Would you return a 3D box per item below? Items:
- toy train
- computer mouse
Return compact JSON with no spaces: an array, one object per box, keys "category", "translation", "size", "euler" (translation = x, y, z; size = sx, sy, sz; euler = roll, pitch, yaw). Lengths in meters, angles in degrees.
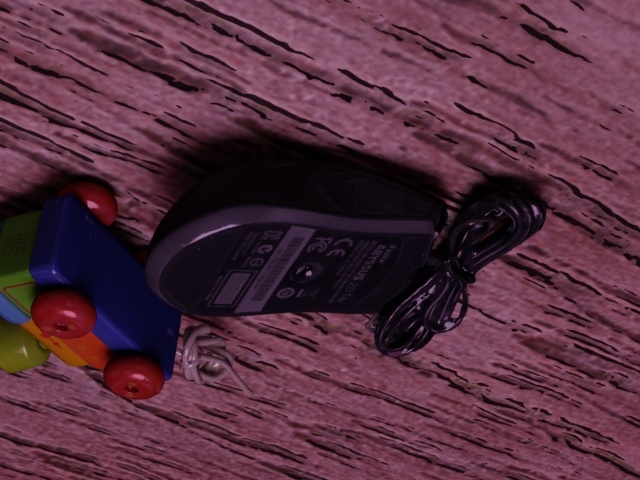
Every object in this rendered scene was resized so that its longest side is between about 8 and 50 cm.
[{"category":"toy train","translation":[-0.167,0.068,1.061],"size":[0.143,0.105,0.248],"euler":[-10,143,24]},{"category":"computer mouse","translation":[0.000,0.000,1.017],"size":[0.272,0.072,0.188],"euler":[6,141,-34]}]
